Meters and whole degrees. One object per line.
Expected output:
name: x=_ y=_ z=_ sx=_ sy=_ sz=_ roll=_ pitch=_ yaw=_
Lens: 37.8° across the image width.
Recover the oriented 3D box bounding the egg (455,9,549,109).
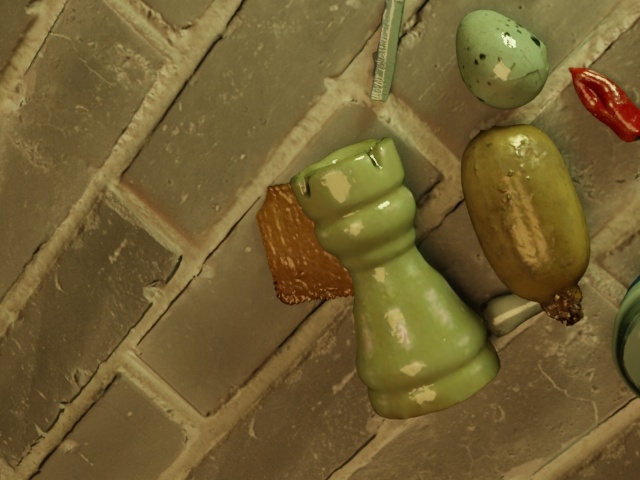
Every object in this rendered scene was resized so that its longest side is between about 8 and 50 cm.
egg: x=0.274 y=-0.279 z=1.422 sx=0.131 sy=0.131 sz=0.164 roll=-30 pitch=92 yaw=27

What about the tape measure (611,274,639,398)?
tape measure: x=0.599 y=0.152 z=1.474 sx=0.262 sy=0.138 sz=0.259 roll=7 pitch=112 yaw=17

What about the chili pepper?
chili pepper: x=0.451 y=-0.201 z=1.432 sx=0.191 sy=0.050 sz=0.059 roll=45 pitch=135 yaw=7

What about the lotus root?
lotus root: x=0.330 y=-0.022 z=1.473 sx=0.169 sy=0.151 sz=0.343 roll=-20 pitch=88 yaw=26

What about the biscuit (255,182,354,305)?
biscuit: x=0.000 y=0.000 z=1.697 sx=0.232 sy=0.013 sz=0.237 roll=-8 pitch=107 yaw=22

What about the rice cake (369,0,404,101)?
rice cake: x=0.106 y=-0.316 z=1.521 sx=0.042 sy=0.030 sz=0.180 roll=12 pitch=115 yaw=9

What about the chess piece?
chess piece: x=0.112 y=0.060 z=1.566 sx=0.234 sy=0.234 sz=0.442 roll=-19 pitch=102 yaw=25

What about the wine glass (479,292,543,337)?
wine glass: x=0.354 y=0.103 z=1.581 sx=0.155 sy=0.072 sz=0.072 roll=-30 pitch=99 yaw=27
